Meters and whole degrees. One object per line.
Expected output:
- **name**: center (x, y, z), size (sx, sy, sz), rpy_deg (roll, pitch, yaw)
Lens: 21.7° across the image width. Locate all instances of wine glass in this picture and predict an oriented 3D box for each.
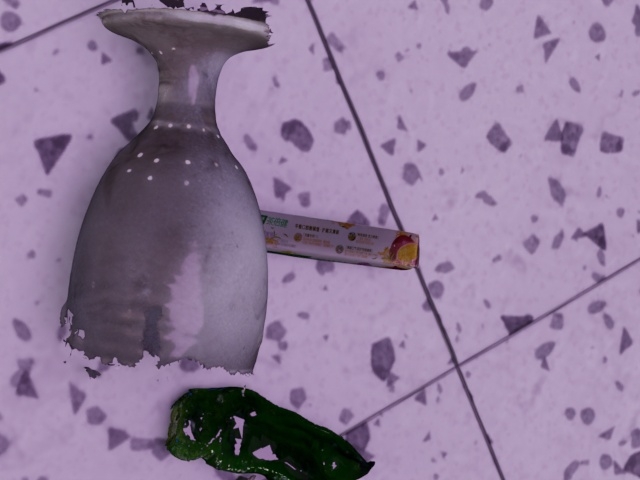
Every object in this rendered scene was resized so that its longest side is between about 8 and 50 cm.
- **wine glass**: center (-0.133, -0.038, 1.546), size (0.190, 0.190, 0.357), rpy_deg (6, 90, -26)

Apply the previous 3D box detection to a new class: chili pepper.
- **chili pepper**: center (-0.044, 0.206, 1.660), size (0.224, 0.061, 0.098), rpy_deg (21, 53, -18)

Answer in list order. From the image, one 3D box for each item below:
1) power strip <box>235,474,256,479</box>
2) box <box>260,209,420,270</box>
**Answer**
- **power strip**: center (-0.092, 0.265, 1.664), size (0.017, 0.027, 0.083), rpy_deg (47, 71, -21)
- **box**: center (0.000, 0.000, 1.686), size (0.207, 0.050, 0.041), rpy_deg (8, 87, -26)
